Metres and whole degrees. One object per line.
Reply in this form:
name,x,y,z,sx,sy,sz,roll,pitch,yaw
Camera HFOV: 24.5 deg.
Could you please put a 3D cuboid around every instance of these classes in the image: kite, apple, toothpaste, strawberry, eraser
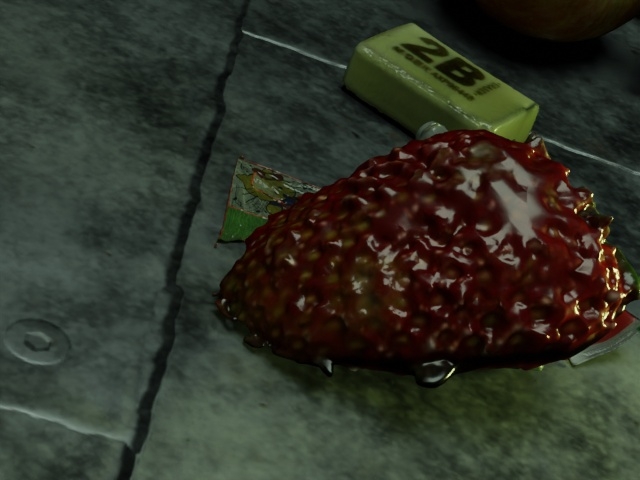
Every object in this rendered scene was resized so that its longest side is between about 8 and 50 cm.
kite,0.000,0.000,1.245,0.198,0.006,0.244,-14,47,-43
apple,0.270,-0.374,1.720,0.250,0.277,0.309,30,6,37
toothpaste,0.173,-0.006,1.325,0.075,0.048,0.301,-1,41,-39
strawberry,0.082,0.004,1.118,0.306,0.138,0.233,-13,43,-24
eraser,0.122,-0.147,1.484,0.172,0.058,0.117,37,35,20

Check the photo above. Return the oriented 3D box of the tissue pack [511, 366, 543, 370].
tissue pack,0.138,0.072,1.188,0.083,0.042,0.062,5,33,-23
